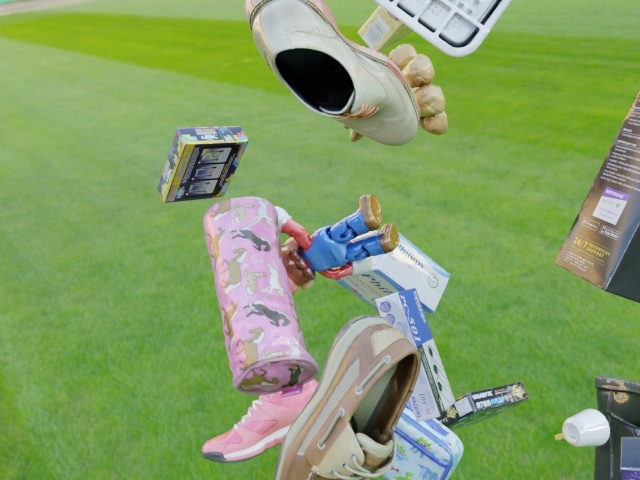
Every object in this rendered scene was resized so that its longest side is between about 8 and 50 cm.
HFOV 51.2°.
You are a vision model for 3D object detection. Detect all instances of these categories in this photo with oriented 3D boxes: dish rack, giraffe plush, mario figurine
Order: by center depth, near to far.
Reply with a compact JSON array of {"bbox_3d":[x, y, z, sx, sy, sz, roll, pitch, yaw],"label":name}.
[{"bbox_3d":[0.123,-0.264,1.288,0.170,0.181,0.210,-25,19,-5],"label":"giraffe plush"},{"bbox_3d":[0.289,-0.588,1.425,0.285,0.333,0.072,36,9,1],"label":"dish rack"},{"bbox_3d":[0.000,0.000,1.440,0.320,0.198,0.170,-22,-5,23],"label":"mario figurine"}]

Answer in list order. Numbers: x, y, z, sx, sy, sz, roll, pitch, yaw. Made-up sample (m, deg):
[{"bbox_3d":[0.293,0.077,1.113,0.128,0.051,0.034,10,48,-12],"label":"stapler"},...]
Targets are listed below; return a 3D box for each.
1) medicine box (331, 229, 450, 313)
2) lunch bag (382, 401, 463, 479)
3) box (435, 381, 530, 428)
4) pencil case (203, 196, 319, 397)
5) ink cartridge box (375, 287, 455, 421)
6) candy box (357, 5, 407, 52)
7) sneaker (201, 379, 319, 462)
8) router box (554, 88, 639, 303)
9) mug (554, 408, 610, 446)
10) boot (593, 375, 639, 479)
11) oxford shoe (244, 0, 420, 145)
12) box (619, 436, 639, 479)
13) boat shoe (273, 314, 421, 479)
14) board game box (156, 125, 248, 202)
[{"bbox_3d":[0.207,0.103,2.111,0.289,0.263,0.149,-7,51,58],"label":"medicine box"},{"bbox_3d":[0.194,0.456,1.486,0.219,0.176,0.090,34,25,24],"label":"lunch bag"},{"bbox_3d":[0.392,0.422,1.678,0.220,0.175,0.051,-1,59,-37],"label":"box"},{"bbox_3d":[-0.119,0.101,1.259,0.167,0.160,0.386,9,48,-33],"label":"pencil case"},{"bbox_3d":[0.159,0.186,1.113,0.046,0.207,0.097,-22,-9,24],"label":"ink cartridge box"},{"bbox_3d":[0.254,-0.645,1.769,0.183,0.087,0.316,-40,1,-38],"label":"candy box"},{"bbox_3d":[-0.130,0.407,1.537,0.314,0.136,0.116,-17,-4,-13],"label":"sneaker"},{"bbox_3d":[0.427,-0.032,0.691,0.309,0.243,0.081,18,12,-24],"label":"router box"},{"bbox_3d":[0.442,0.328,1.137,0.064,0.078,0.062,0,31,-35],"label":"mug"},{"bbox_3d":[0.957,0.646,1.974,0.146,0.445,0.367,7,-6,-15],"label":"boot"},{"bbox_3d":[0.033,-0.226,1.032,0.140,0.397,0.146,-30,53,29],"label":"oxford shoe"},{"bbox_3d":[0.747,0.543,1.455,0.153,0.207,0.108,-8,21,28],"label":"box"},{"bbox_3d":[0.038,0.262,0.893,0.122,0.324,0.120,18,4,-36],"label":"boat shoe"},{"bbox_3d":[-0.239,-0.153,1.349,0.141,0.170,0.048,-7,55,-36],"label":"board game box"}]
